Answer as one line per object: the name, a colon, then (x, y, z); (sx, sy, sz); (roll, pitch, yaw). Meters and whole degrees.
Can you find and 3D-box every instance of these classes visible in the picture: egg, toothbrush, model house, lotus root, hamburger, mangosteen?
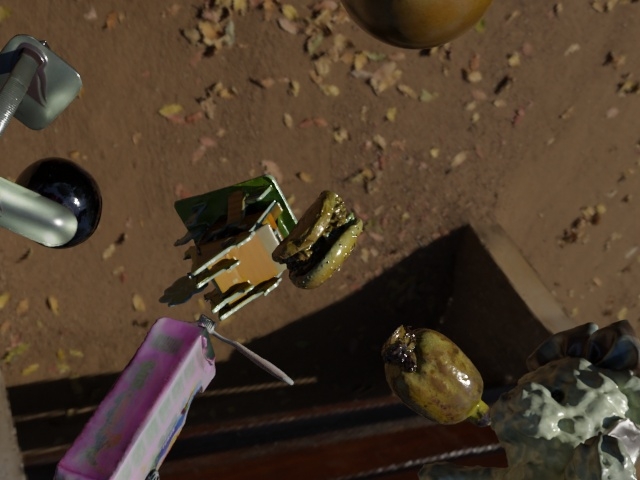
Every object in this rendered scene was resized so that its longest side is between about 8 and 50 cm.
egg: (0.156, -0.469, 1.352); (0.282, 0.351, 0.283); (-2, 139, -2)
toothbrush: (-0.176, 0.249, 1.902); (0.029, 0.307, 0.025); (-62, 150, 2)
model house: (-0.263, 0.038, 1.990); (0.357, 0.313, 0.242); (-10, 116, 33)
lotus root: (0.248, 0.299, 1.787); (0.314, 0.141, 0.169); (43, 96, -9)
hamburger: (0.000, 0.000, 1.530); (0.113, 0.185, 0.177); (38, 116, -2)
mangosteen: (-0.389, -0.061, 1.234); (0.137, 0.151, 0.137); (-3, 110, -7)

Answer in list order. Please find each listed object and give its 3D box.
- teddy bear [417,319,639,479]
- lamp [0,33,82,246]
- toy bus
teddy bear: (0.234, 0.259, 1.008); (0.375, 0.362, 0.327); (9, 163, -28)
lamp: (-0.382, -0.137, 1.112); (0.124, 0.283, 0.203); (-37, 120, 27)
toy bus: (-0.211, 0.210, 0.982); (0.090, 0.274, 0.112); (15, 130, 10)
